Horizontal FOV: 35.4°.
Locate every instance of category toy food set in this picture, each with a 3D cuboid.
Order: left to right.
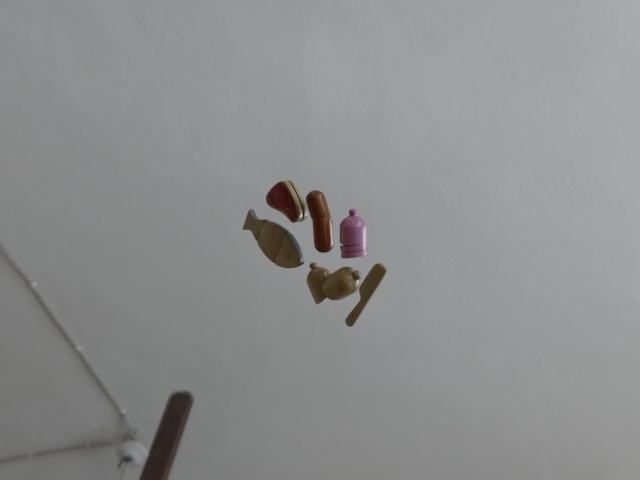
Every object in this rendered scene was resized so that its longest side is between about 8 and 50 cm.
[{"bbox_3d":[0.000,0.000,0.718,0.122,0.019,0.078,46,-56,25],"label":"toy food set"}]
